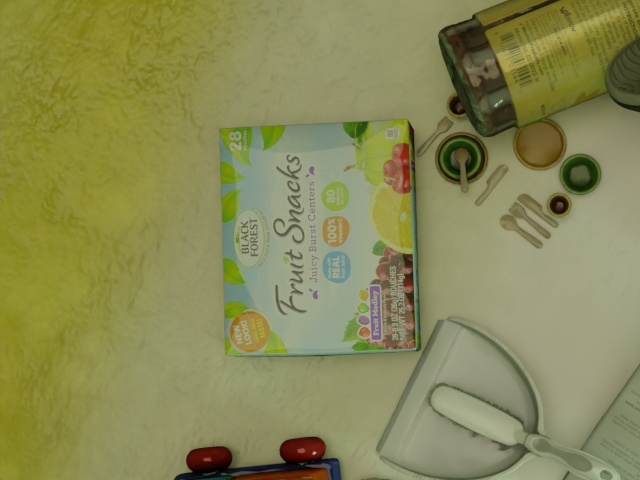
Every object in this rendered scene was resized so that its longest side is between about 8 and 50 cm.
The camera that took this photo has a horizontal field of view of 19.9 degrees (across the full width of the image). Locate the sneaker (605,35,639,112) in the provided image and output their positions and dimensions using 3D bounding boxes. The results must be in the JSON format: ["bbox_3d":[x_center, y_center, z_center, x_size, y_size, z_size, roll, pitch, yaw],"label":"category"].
[{"bbox_3d":[0.348,-0.128,1.557,0.222,0.118,0.083,-14,54,-7],"label":"sneaker"}]

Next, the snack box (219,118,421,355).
[{"bbox_3d":[0.000,0.000,1.643,0.174,0.070,0.207,-1,85,8],"label":"snack box"}]

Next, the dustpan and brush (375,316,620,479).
[{"bbox_3d":[0.165,0.166,1.596,0.211,0.060,0.147,25,83,15],"label":"dustpan and brush"}]

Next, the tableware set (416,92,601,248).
[{"bbox_3d":[0.171,-0.074,1.648,0.154,0.024,0.104,39,91,9],"label":"tableware set"}]

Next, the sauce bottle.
[{"bbox_3d":[0.279,-0.197,1.595,0.344,0.111,0.111,-21,83,1],"label":"sauce bottle"}]

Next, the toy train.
[{"bbox_3d":[-0.015,0.226,1.591,0.248,0.143,0.105,-6,85,8],"label":"toy train"}]

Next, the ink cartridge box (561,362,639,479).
[{"bbox_3d":[0.346,0.145,1.530,0.175,0.069,0.371,34,124,9],"label":"ink cartridge box"}]
